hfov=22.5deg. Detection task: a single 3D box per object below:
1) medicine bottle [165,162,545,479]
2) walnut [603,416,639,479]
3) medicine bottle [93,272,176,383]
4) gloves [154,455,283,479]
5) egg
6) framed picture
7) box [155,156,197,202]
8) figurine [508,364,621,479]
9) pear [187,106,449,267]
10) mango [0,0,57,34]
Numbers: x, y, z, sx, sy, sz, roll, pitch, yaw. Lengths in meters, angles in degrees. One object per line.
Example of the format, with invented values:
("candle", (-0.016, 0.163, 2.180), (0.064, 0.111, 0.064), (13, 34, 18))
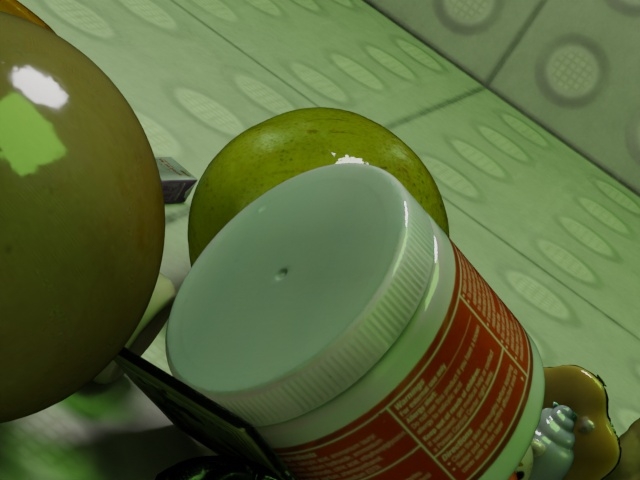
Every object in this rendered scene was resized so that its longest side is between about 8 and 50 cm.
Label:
("medicine bottle", (0.034, 0.100, 1.387), (0.241, 0.252, 0.252), (49, 8, -33))
("walnut", (0.441, 0.289, 1.686), (0.277, 0.253, 0.282), (22, 17, -48))
("medicine bottle", (-0.255, 0.014, 1.429), (0.252, 0.114, 0.114), (36, 18, 8))
("gloves", (-0.052, 0.246, 1.176), (0.164, 0.124, 0.203), (15, 30, -10))
("egg", (-0.269, -0.023, 1.203), (0.301, 0.301, 0.374), (27, 13, -20))
("framed picture", (-0.090, 0.153, 1.317), (0.195, 0.010, 0.199), (27, -18, 34))
("box", (-0.194, -0.069, 1.868), (0.050, 0.036, 0.117), (40, 18, 19))
("figurine", (0.159, 0.199, 1.604), (0.257, 0.181, 0.208), (4, 72, -54))
("pear", (0.000, 0.000, 1.656), (0.294, 0.294, 0.294), (30, 18, -11))
("mango", (-0.357, -0.207, 1.802), (0.154, 0.126, 0.252), (24, -2, 43))
